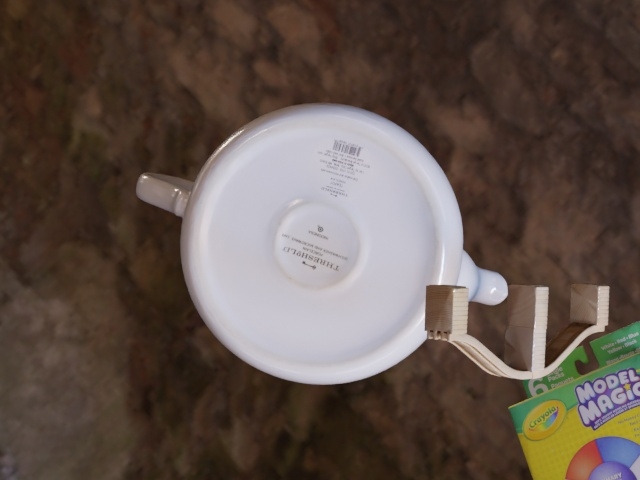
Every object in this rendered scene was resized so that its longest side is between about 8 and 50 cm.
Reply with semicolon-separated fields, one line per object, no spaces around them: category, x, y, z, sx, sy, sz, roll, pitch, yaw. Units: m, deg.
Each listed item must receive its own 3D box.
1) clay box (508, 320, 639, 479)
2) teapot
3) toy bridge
clay box;0.236;0.186;0.992;0.053;0.127;0.222;10;56;-54
teapot;0.000;0.000;1.093;0.256;0.252;0.187;62;5;0
toy bridge;0.138;0.061;0.843;0.026;0.063;0.188;3;0;44
